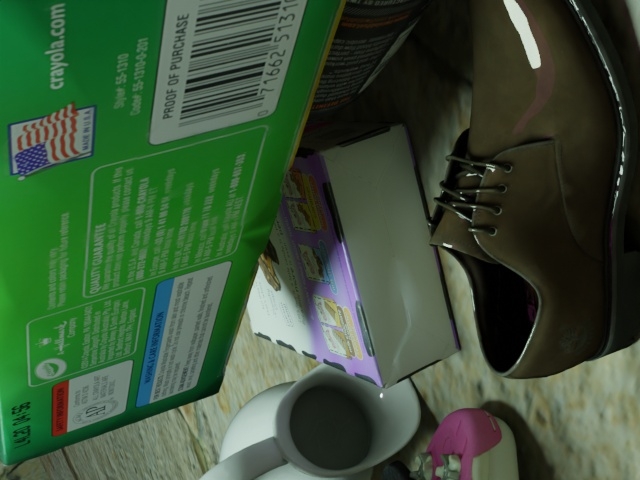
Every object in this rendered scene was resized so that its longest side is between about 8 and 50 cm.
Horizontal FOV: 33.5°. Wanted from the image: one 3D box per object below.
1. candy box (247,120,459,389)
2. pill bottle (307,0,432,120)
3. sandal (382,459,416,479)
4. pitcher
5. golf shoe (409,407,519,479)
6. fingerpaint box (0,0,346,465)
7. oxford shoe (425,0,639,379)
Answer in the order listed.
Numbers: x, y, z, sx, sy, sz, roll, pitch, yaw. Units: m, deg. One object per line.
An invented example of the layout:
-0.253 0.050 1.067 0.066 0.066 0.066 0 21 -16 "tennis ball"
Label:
0.000 0.000 0.767 0.196 0.070 0.165 13 122 60 "candy box"
-0.005 -0.149 0.586 0.130 0.130 0.245 63 155 11 "pill bottle"
0.108 0.232 0.786 0.179 0.040 0.067 52 160 0 "sandal"
-0.032 0.176 0.846 0.125 0.178 0.207 62 154 15 "pitcher"
0.123 0.264 0.703 0.115 0.140 0.306 178 94 -77 "golf shoe"
-0.168 -0.136 0.586 0.371 0.163 0.445 63 155 23 "fingerpaint box"
0.097 -0.033 0.516 0.083 0.096 0.227 19 125 61 "oxford shoe"
